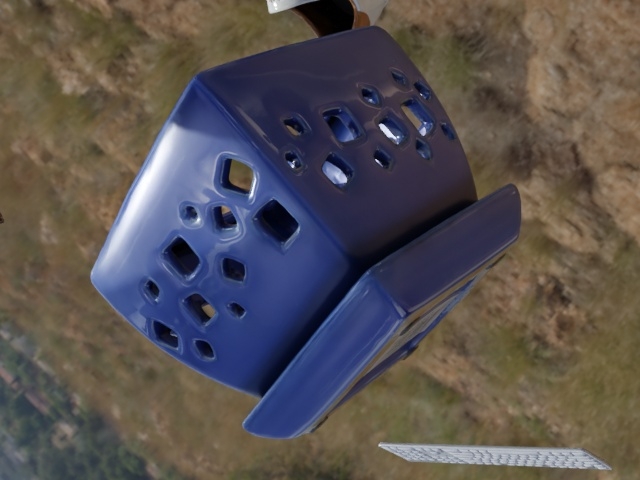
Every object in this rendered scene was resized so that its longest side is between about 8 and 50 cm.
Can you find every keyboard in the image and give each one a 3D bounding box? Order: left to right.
[{"bbox_3d":[0.186,0.238,1.019,0.256,0.014,0.072,-9,155,39],"label":"keyboard"}]

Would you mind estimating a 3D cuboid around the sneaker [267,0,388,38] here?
[{"bbox_3d":[-0.030,-0.294,0.862,0.105,0.123,0.290,-6,140,41],"label":"sneaker"}]

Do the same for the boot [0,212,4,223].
[{"bbox_3d":[-0.365,-0.082,0.965,0.106,0.037,0.114,23,111,30],"label":"boot"}]

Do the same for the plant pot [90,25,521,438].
[{"bbox_3d":[0.000,0.000,0.713,0.212,0.236,0.236,47,131,13],"label":"plant pot"}]
